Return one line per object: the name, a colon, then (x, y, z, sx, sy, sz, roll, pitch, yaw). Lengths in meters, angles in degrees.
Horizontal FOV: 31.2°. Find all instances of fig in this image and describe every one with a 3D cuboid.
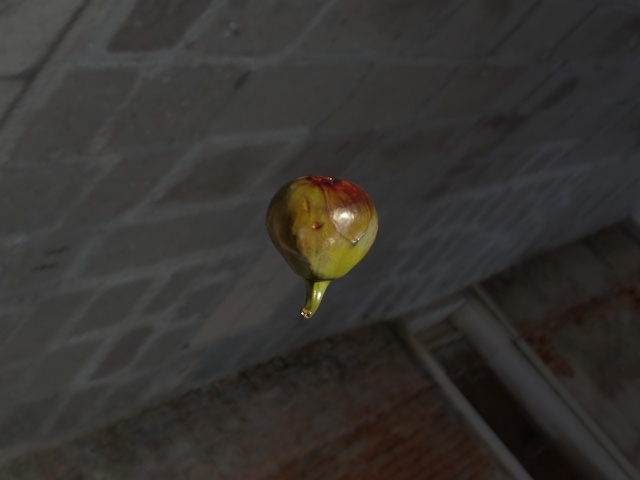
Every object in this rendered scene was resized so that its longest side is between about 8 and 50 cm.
fig: (0.000, 0.000, 0.844, 0.084, 0.082, 0.098, -80, 177, -71)
